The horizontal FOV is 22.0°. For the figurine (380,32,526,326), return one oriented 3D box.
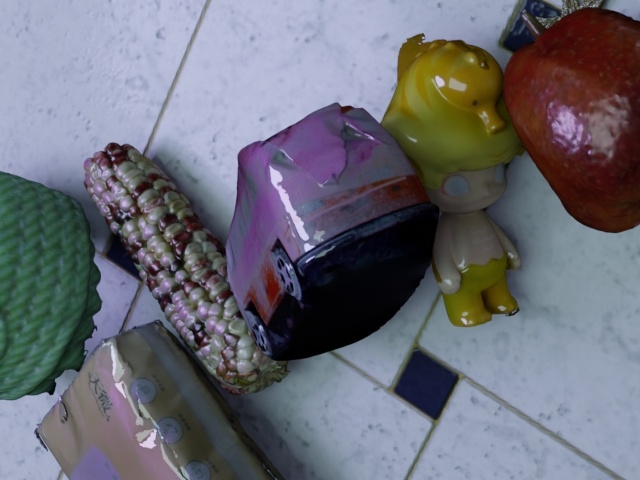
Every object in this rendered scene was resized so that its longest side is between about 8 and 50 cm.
[{"bbox_3d":[0.116,-0.052,1.380,0.131,0.156,0.246,5,107,50],"label":"figurine"}]

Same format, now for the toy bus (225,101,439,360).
[{"bbox_3d":[0.000,0.000,1.365,0.127,0.302,0.147,-21,75,-15],"label":"toy bus"}]

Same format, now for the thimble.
[{"bbox_3d":[-0.311,0.041,1.579,0.219,0.150,0.219,-26,55,44],"label":"thimble"}]

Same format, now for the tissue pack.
[{"bbox_3d":[-0.138,0.221,1.549,0.256,0.123,0.215,55,140,13],"label":"tissue pack"}]

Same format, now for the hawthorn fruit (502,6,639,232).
[{"bbox_3d":[0.235,-0.100,1.294,0.173,0.173,0.179,-52,35,25],"label":"hawthorn fruit"}]

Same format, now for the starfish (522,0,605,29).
[{"bbox_3d":[0.212,-0.176,1.374,0.092,0.016,0.086,11,102,21],"label":"starfish"}]

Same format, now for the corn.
[{"bbox_3d":[-0.123,0.026,1.550,0.092,0.092,0.280,-46,72,26],"label":"corn"}]
